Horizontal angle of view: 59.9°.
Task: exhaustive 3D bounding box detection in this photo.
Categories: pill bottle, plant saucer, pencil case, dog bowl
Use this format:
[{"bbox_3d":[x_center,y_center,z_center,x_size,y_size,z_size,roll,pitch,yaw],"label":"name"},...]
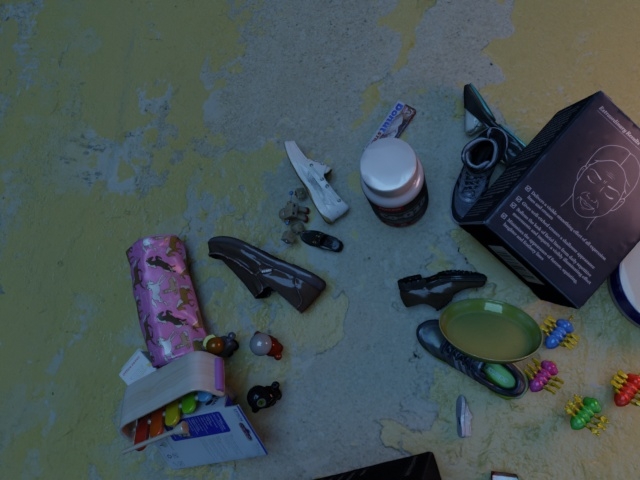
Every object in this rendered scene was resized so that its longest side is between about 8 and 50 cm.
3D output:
[{"bbox_3d":[0.190,-0.144,1.426,0.161,0.283,0.161,-4,76,14],"label":"pill bottle"},{"bbox_3d":[0.405,0.222,1.335,0.240,0.241,0.037,8,120,16],"label":"plant saucer"},{"bbox_3d":[-0.432,0.168,1.578,0.160,0.167,0.386,-30,71,29],"label":"pencil case"},{"bbox_3d":[0.828,0.089,1.299,0.264,0.104,0.265,-3,76,13],"label":"dog bowl"}]

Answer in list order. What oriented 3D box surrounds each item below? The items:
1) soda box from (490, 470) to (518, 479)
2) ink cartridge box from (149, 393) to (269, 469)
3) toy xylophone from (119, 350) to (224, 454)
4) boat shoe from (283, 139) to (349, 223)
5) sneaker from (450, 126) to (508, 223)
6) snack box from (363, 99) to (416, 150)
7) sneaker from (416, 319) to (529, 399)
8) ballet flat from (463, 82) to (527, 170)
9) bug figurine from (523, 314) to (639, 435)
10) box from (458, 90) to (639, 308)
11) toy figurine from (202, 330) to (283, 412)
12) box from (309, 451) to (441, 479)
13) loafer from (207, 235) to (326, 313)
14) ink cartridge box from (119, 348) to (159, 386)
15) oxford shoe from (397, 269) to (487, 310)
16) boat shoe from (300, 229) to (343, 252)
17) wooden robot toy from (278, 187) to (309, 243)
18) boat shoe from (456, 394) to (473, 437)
[{"bbox_3d":[0.427,0.638,1.290,0.062,0.058,0.183,2,78,15],"label":"soda box"},{"bbox_3d":[-0.288,0.491,1.425,0.332,0.065,0.165,-18,108,27],"label":"ink cartridge box"},{"bbox_3d":[-0.386,0.410,1.381,0.322,0.081,0.236,-24,41,21],"label":"toy xylophone"},{"bbox_3d":[-0.009,-0.183,1.592,0.096,0.098,0.277,-32,80,5],"label":"boat shoe"},{"bbox_3d":[0.391,-0.164,1.421,0.101,0.153,0.269,25,105,22],"label":"sneaker"},{"bbox_3d":[0.201,-0.317,1.605,0.064,0.022,0.178,34,87,21],"label":"snack box"},{"bbox_3d":[0.372,0.282,1.359,0.299,0.121,0.111,27,84,19],"label":"sneaker"},{"bbox_3d":[0.452,-0.301,1.503,0.096,0.095,0.280,-40,69,18],"label":"ballet flat"},{"bbox_3d":[0.610,0.318,1.305,0.216,0.072,0.279,-41,65,-12],"label":"bug figurine"},{"bbox_3d":[0.582,-0.090,1.305,0.293,0.212,0.395,42,90,-2],"label":"box"},{"bbox_3d":[-0.209,0.347,1.479,0.209,0.148,0.213,-1,77,14],"label":"toy figurine"},{"bbox_3d":[0.042,0.671,1.159,0.471,0.480,0.298,-19,74,10],"label":"box"},{"bbox_3d":[-0.170,0.095,1.540,0.365,0.134,0.130,22,83,19],"label":"loafer"},{"bbox_3d":[-0.487,0.383,1.573,0.143,0.090,0.092,41,89,21],"label":"ink cartridge box"},{"bbox_3d":[0.321,0.130,1.445,0.227,0.083,0.096,-10,97,10],"label":"oxford shoe"},{"bbox_3d":[0.001,-0.002,1.570,0.133,0.042,0.049,19,84,19],"label":"boat shoe"},{"bbox_3d":[-0.086,-0.068,1.607,0.079,0.076,0.173,-14,63,49],"label":"wooden robot toy"},{"bbox_3d":[0.359,0.436,1.375,0.035,0.035,0.100,5,72,-12],"label":"boat shoe"}]
